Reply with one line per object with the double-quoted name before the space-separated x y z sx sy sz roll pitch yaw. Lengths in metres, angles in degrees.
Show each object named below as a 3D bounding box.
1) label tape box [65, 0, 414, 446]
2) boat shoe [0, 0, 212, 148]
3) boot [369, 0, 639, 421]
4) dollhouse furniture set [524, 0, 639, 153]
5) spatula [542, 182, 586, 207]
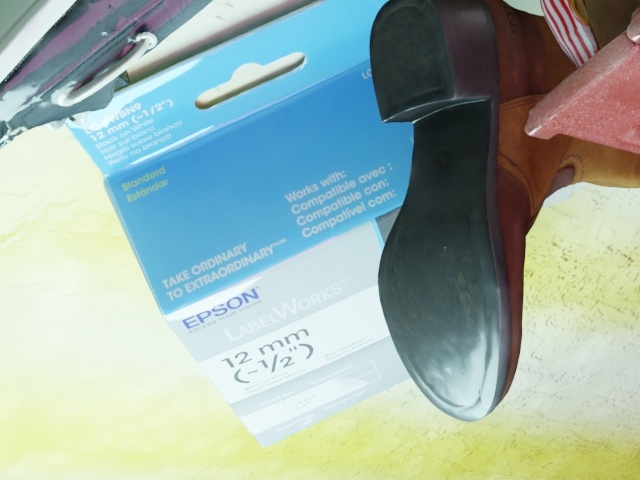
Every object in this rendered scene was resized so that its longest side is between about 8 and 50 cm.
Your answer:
"label tape box" 0.000 0.000 0.710 0.249 0.115 0.348 -25 145 -1
"boat shoe" -0.134 -0.111 0.501 0.302 0.114 0.091 -38 135 18
"boot" 0.157 -0.035 0.635 0.280 0.264 0.096 -8 177 -42
"dollhouse furniture set" 0.069 -0.188 0.444 0.374 0.201 0.152 10 143 -32
"spatula" 0.260 -0.099 0.812 0.242 0.019 0.168 -20 142 -6
